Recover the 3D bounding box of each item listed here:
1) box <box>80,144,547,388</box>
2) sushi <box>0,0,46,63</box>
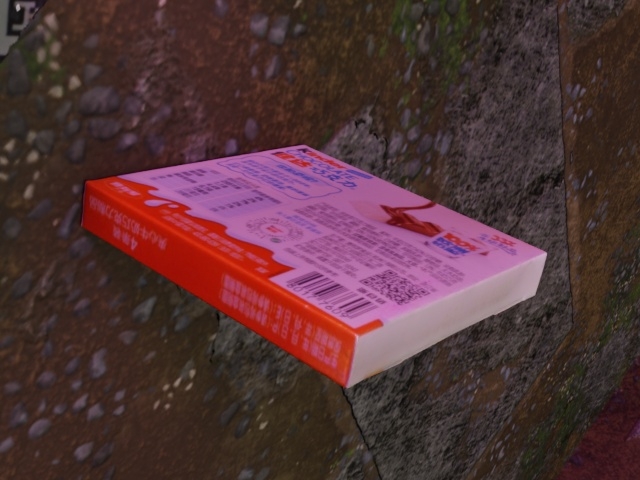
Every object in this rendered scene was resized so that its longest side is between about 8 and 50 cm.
[{"bbox_3d":[0.000,0.000,0.754,0.265,0.273,0.048,-16,125,-48],"label":"box"},{"bbox_3d":[-0.216,-0.134,0.448,0.231,0.047,0.219,-56,145,-6],"label":"sushi"}]
